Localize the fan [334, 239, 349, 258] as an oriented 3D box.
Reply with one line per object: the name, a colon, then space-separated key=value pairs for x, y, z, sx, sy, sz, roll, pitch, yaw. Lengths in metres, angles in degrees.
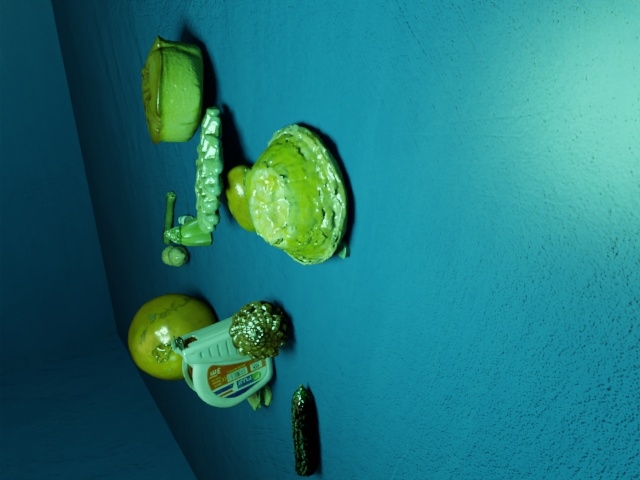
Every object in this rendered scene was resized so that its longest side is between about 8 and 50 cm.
fan: x=0.000 y=0.000 z=1.184 sx=0.193 sy=0.016 sz=0.038 roll=20 pitch=117 yaw=52

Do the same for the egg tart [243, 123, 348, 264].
egg tart: x=-0.067 y=-0.088 z=1.134 sx=0.315 sy=0.120 sz=0.315 roll=27 pitch=124 yaw=49

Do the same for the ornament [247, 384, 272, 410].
ornament: x=-0.233 y=0.471 z=1.799 sx=0.201 sy=0.059 sz=0.180 roll=52 pitch=146 yaw=34

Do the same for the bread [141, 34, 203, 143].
bread: x=-0.383 y=-0.379 z=1.407 sx=0.270 sy=0.148 sz=0.269 roll=-178 pitch=90 yaw=-71

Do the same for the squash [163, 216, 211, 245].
squash: x=-0.425 y=-0.017 z=1.748 sx=0.105 sy=0.132 sz=0.105 roll=36 pitch=135 yaw=47

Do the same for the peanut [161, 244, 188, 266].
peanut: x=-0.535 y=0.058 z=2.021 sx=0.187 sy=0.082 sz=0.082 roll=5 pitch=111 yaw=58

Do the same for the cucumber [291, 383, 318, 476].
cucumber: x=-0.046 y=0.520 z=1.500 sx=0.072 sy=0.072 sz=0.300 roll=30 pitch=131 yaw=49

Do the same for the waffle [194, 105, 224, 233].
waffle: x=-0.287 y=-0.176 z=1.413 sx=0.292 sy=0.056 sz=0.309 roll=138 pitch=132 yaw=-68

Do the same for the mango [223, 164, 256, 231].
mango: x=-0.186 y=-0.107 z=1.360 sx=0.115 sy=0.089 sz=0.165 roll=27 pitch=133 yaw=38

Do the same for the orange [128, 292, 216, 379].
orange: x=-0.512 y=0.335 z=1.925 sx=0.312 sy=0.312 sz=0.312 roll=35 pitch=135 yaw=45

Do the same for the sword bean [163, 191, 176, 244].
sword bean: x=-0.559 y=-0.083 z=2.025 sx=0.043 sy=0.038 sz=0.269 roll=59 pitch=147 yaw=29

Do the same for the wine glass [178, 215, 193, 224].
wine glass: x=-0.458 y=-0.066 z=1.873 sx=0.083 sy=0.042 sz=0.039 roll=8 pitch=75 yaw=60

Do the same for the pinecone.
pinecone: x=-0.162 y=0.233 z=1.453 sx=0.173 sy=0.174 sz=0.173 roll=35 pitch=135 yaw=45

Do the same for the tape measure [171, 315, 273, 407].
tape measure: x=-0.273 y=0.342 z=1.580 sx=0.130 sy=0.258 sz=0.265 roll=19 pitch=122 yaw=51
